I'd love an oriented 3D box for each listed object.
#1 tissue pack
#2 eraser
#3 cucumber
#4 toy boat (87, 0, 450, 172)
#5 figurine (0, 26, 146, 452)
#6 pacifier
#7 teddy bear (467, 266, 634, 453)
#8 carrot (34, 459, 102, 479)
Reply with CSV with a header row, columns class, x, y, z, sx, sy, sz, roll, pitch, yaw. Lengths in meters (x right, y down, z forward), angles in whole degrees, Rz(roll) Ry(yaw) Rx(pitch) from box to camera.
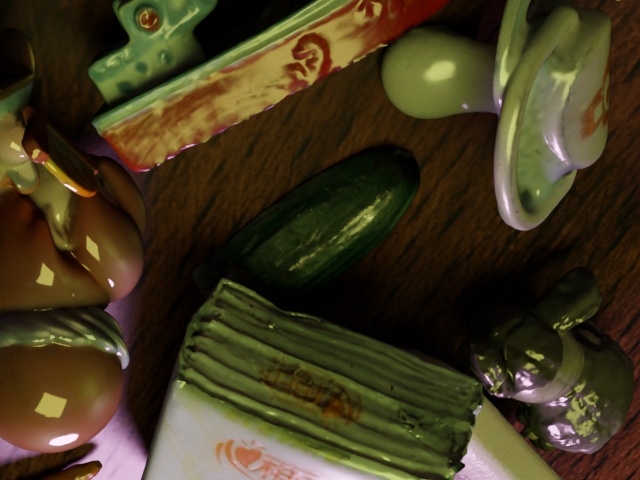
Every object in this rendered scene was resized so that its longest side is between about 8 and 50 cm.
class,x,y,z,sx,sy,sz,roll,pitch,yaw
tissue pack,-0.034,0.244,1.366,0.287,0.162,0.388,21,139,0
eraser,0.152,0.226,1.499,0.270,0.174,0.095,45,66,-40
cucumber,0.000,0.000,1.325,0.244,0.063,0.115,-42,129,19
toy boat,-0.044,-0.190,1.103,0.332,0.145,0.133,-27,104,7
figurine,-0.278,-0.034,1.102,0.248,0.276,0.388,-41,135,-11
pacifier,0.148,-0.139,1.193,0.207,0.227,0.279,15,137,25
teddy bear,0.244,0.114,1.451,0.171,0.144,0.251,-46,130,-3
carrot,-0.395,0.320,1.500,0.336,0.069,0.069,-25,132,-1
